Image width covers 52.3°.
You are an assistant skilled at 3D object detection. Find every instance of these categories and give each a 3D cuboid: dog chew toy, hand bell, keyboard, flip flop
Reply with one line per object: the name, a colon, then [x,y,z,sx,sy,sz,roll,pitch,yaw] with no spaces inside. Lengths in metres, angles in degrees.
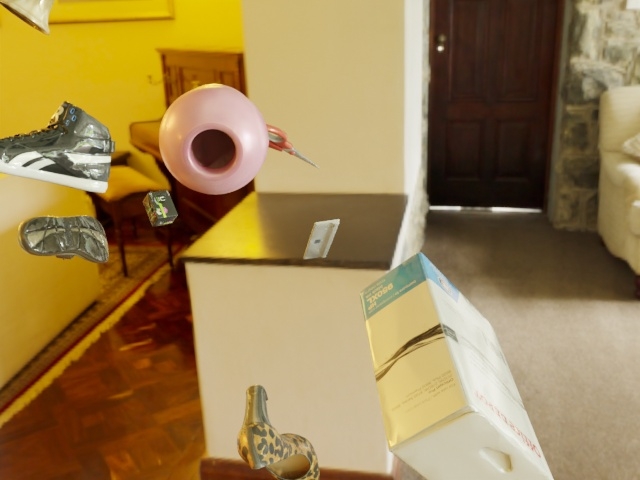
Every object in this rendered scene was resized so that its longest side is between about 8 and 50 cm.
dog chew toy: [-0.213,-0.223,1.318,0.207,0.206,0.331,-4,24,-6]
hand bell: [-0.624,-0.615,1.513,0.126,0.242,0.126,32,-3,2]
keyboard: [0.000,0.000,1.906,0.072,0.014,0.256,-3,-24,-10]
flip flop: [-0.584,0.001,1.482,0.080,0.112,0.277,-14,-7,21]

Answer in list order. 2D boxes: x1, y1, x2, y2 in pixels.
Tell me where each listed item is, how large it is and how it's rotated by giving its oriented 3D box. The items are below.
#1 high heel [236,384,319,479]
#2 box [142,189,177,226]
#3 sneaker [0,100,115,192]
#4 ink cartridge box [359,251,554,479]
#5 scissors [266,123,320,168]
high heel: [-0.065,0.394,1.108,0.093,0.261,0.186,-26,20,5]
box: [-0.446,-0.090,1.814,0.062,0.083,0.052,-13,-19,-39]
sneaker: [-0.398,-0.145,0.917,0.217,0.121,0.079,12,-1,-42]
ink cartridge box: [0.238,0.259,1.216,0.166,0.285,0.394,-36,31,19]
scissors: [-0.069,-0.216,1.536,0.109,0.021,0.297,-14,-21,42]
